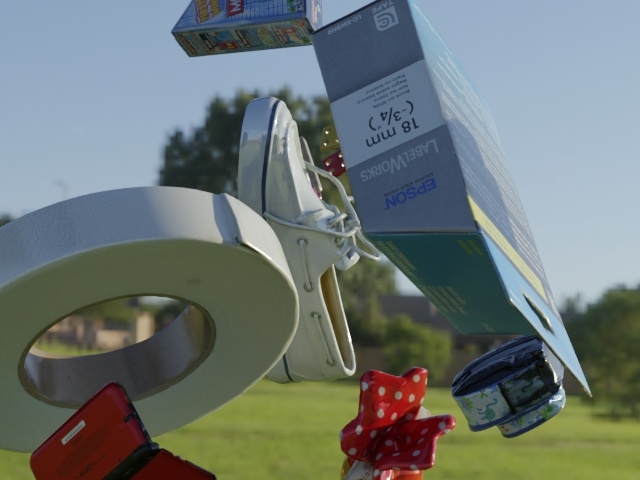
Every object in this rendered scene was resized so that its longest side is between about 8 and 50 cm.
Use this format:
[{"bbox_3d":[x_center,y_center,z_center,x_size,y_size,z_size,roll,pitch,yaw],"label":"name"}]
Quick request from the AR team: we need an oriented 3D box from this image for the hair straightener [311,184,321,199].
[{"bbox_3d":[-0.107,-0.013,2.125,0.230,0.089,0.047,-14,40,-29],"label":"hair straightener"}]

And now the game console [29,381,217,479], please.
[{"bbox_3d":[-0.195,0.224,1.575,0.144,0.124,0.085,-42,-26,24],"label":"game console"}]

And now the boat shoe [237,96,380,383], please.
[{"bbox_3d":[-0.002,0.004,1.932,0.156,0.367,0.136,-1,18,16],"label":"boat shoe"}]

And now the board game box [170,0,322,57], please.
[{"bbox_3d":[-0.097,-0.319,2.102,0.194,0.194,0.060,-14,-38,17],"label":"board game box"}]

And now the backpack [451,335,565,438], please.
[{"bbox_3d":[0.202,0.160,1.705,0.114,0.084,0.105,-26,8,13],"label":"backpack"}]

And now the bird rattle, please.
[{"bbox_3d":[0.045,0.224,1.546,0.143,0.253,0.207,24,15,13],"label":"bird rattle"}]

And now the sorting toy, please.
[{"bbox_3d":[-0.052,-0.085,2.570,0.274,0.132,0.046,-32,-48,13],"label":"sorting toy"}]

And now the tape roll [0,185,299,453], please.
[{"bbox_3d":[-0.214,0.090,1.659,0.392,0.072,0.392,-14,-35,-10],"label":"tape roll"}]

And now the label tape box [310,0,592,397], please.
[{"bbox_3d":[0.115,-0.024,1.446,0.106,0.333,0.240,-24,-33,15],"label":"label tape box"}]
